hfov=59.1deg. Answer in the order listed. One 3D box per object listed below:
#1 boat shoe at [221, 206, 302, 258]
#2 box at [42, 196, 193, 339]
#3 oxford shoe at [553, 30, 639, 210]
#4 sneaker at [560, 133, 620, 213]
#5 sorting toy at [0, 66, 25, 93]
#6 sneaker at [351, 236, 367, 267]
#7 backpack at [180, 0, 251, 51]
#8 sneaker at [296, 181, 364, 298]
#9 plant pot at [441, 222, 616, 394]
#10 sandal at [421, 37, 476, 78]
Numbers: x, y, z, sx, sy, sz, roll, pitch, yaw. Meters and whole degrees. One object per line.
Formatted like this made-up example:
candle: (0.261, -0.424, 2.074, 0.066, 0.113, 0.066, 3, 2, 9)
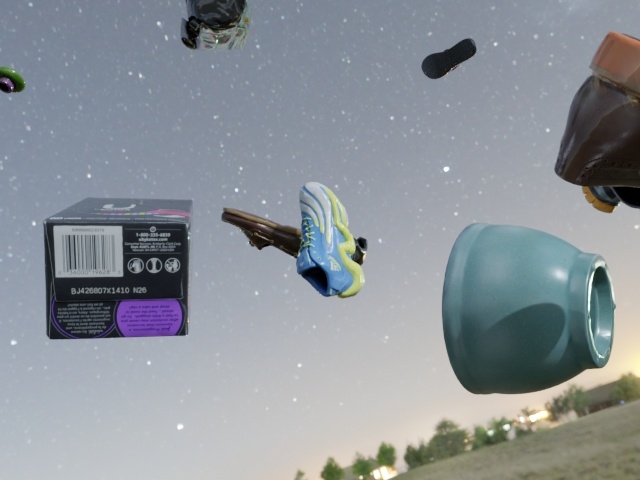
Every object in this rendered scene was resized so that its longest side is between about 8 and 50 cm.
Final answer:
boat shoe: (-0.117, -0.011, 1.192, 0.207, 0.073, 0.073, 19, 4, 4)
box: (-0.259, 0.022, 0.772, 0.165, 0.143, 0.270, 1, 10, -13)
oxford shoe: (0.351, -0.094, 0.560, 0.364, 0.130, 0.132, 5, -58, -35)
sneaker: (0.553, -0.157, 1.122, 0.084, 0.214, 0.083, 4, -38, -21)
sorting toy: (-0.560, -0.277, 0.956, 0.061, 0.042, 0.102, -24, -51, 38)
sneaker: (0.040, 0.031, 1.382, 0.232, 0.081, 0.090, -1, -69, -59)
backpack: (-0.175, -0.386, 0.952, 0.115, 0.151, 0.182, 4, -5, -13)
sneaker: (0.000, 0.000, 1.064, 0.091, 0.240, 0.126, -31, -11, 36)
plant pot: (0.351, 0.110, 0.909, 0.196, 0.292, 0.293, -4, -10, 39)
sandal: (0.340, -0.473, 1.475, 0.040, 0.067, 0.179, -26, 9, -37)
